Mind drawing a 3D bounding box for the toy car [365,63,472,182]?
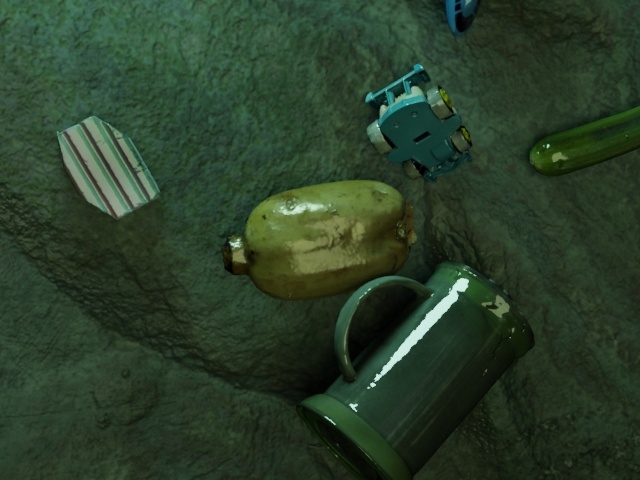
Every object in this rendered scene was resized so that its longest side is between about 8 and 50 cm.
[{"bbox_3d":[0.150,-0.168,1.514,0.126,0.098,0.161,-30,136,23],"label":"toy car"}]

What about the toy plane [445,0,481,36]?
[{"bbox_3d":[0.211,-0.423,1.457,0.254,0.105,0.271,8,100,-10],"label":"toy plane"}]

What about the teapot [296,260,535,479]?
[{"bbox_3d":[0.132,0.166,1.473,0.337,0.200,0.270,-45,112,-17],"label":"teapot"}]

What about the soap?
[{"bbox_3d":[-0.302,-0.104,1.452,0.100,0.056,0.149,-31,104,-5],"label":"soap"}]

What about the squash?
[{"bbox_3d":[0.423,-0.152,1.566,0.228,0.066,0.066,-20,103,-7],"label":"squash"}]

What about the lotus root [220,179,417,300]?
[{"bbox_3d":[0.000,0.000,1.480,0.284,0.146,0.160,-9,80,-5],"label":"lotus root"}]

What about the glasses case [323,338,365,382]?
[{"bbox_3d":[0.100,0.230,1.594,0.190,0.042,0.072,34,101,-14],"label":"glasses case"}]
